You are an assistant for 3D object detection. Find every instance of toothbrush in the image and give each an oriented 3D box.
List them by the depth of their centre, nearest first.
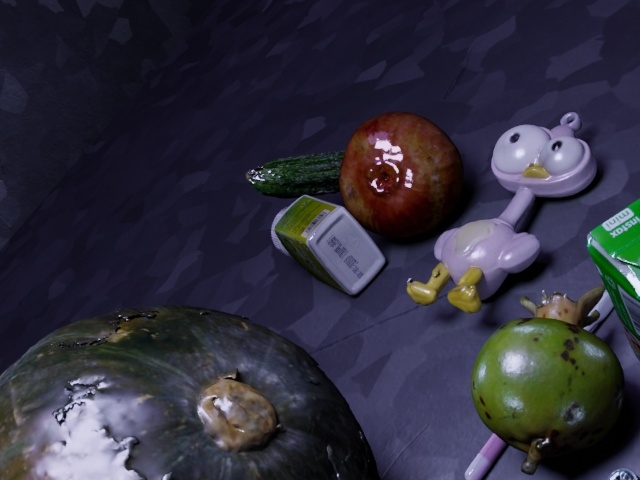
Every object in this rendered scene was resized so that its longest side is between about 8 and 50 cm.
[{"bbox_3d":[0.252,0.162,1.107,0.286,0.020,0.025,-48,21,-16],"label":"toothbrush"}]

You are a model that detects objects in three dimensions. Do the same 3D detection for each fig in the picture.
[{"bbox_3d":[0.123,-0.100,1.485,0.205,0.205,0.205,-29,30,19],"label":"fig"}]

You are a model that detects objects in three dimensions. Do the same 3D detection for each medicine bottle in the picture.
[{"bbox_3d":[0.000,0.000,1.523,0.088,0.132,0.188,-47,27,-11],"label":"medicine bottle"}]

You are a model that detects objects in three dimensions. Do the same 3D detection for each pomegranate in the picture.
[{"bbox_3d":[0.244,0.139,1.034,0.156,0.156,0.220,-24,13,27],"label":"pomegranate"}]

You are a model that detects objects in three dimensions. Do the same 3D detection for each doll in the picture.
[{"bbox_3d":[0.260,-0.043,1.316,0.160,0.094,0.365,6,53,50],"label":"doll"}]

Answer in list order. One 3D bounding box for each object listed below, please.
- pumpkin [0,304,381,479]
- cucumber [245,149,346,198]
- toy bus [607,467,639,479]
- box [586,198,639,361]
[{"bbox_3d":[-0.140,0.268,0.987,0.344,0.454,0.454,-57,19,28],"label":"pumpkin"},{"bbox_3d":[-0.001,-0.107,1.586,0.265,0.077,0.077,-13,10,-37],"label":"cucumber"},{"bbox_3d":[0.328,0.248,0.833,0.195,0.081,0.089,-16,46,37],"label":"toy bus"},{"bbox_3d":[0.368,0.044,0.901,0.180,0.250,0.103,-34,44,6],"label":"box"}]
